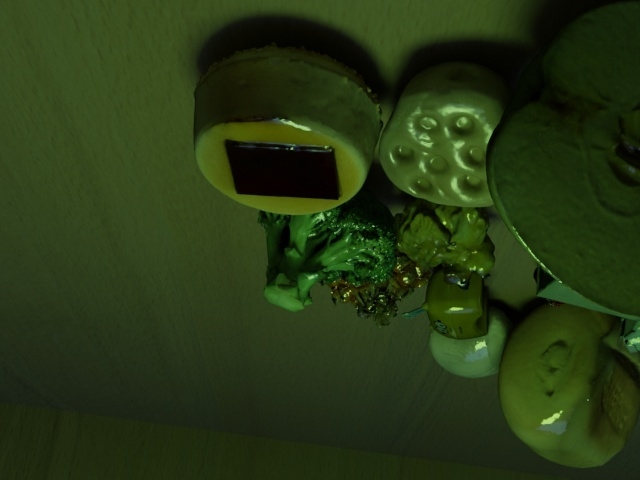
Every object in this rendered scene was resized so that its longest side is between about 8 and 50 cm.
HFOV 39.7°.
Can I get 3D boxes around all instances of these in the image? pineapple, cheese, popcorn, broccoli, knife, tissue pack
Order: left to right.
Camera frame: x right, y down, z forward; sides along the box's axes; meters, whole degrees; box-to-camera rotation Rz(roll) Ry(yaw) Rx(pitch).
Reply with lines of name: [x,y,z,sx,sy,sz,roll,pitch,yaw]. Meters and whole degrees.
broccoli: [0.000,0.000,1.520,0.270,0.270,0.270,24,149,16]
pineapple: [0.091,0.082,1.785,0.250,0.164,0.140,-2,144,27]
knife: [0.226,0.169,2.075,0.027,0.010,0.096,21,151,-25]
popcorn: [0.234,-0.017,1.569,0.195,0.173,0.168,29,126,-19]
cheese: [0.195,-0.146,1.279,0.218,0.117,0.235,45,141,-14]
tissue pack: [0.285,0.132,1.858,0.127,0.123,0.178,0,153,16]
cheese: [0.344,0.231,2.010,0.189,0.154,0.198,1,153,26]

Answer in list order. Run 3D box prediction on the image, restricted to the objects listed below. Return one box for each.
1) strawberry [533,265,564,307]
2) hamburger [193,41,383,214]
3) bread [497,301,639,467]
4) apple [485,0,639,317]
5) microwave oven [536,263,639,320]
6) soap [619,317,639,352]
strawberry: [0.473,0.076,1.737,0.106,0.106,0.106,7,153,3]
hamburger: [-0.052,-0.168,1.311,0.302,0.170,0.302,6,150,3]
bread: [0.548,0.312,1.943,0.253,0.348,0.376,18,167,42]
apple: [0.386,-0.112,1.111,0.360,0.320,0.311,27,135,-14]
microwave oven: [0.512,-0.018,1.433,0.238,0.181,0.295,15,153,-9]
soap: [0.780,0.108,1.633,0.446,0.156,0.261,-10,149,31]
